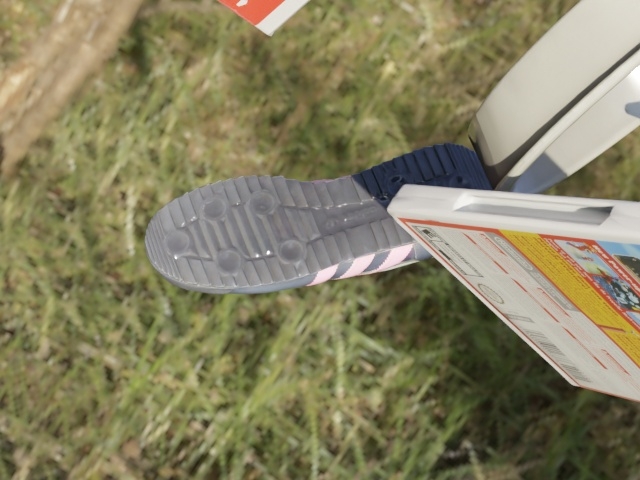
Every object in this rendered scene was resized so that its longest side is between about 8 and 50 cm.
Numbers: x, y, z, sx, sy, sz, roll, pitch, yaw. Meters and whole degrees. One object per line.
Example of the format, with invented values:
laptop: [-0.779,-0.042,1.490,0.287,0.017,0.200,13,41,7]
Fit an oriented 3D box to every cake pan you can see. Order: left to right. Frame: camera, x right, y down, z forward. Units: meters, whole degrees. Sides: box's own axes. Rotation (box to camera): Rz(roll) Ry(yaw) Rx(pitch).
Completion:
cake pan: [0.209,-0.126,0.900,0.054,0.293,0.293,52,29,10]

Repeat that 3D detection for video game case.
video game case: [0.181,0.043,0.805,0.204,0.025,0.285,42,-15,-25]

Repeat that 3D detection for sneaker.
sneaker: [0.000,0.000,1.278,0.319,0.131,0.112,-8,71,-8]

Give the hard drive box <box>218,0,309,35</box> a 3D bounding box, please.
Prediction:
hard drive box: [0.006,-0.224,0.654,0.089,0.232,0.181,55,13,19]
